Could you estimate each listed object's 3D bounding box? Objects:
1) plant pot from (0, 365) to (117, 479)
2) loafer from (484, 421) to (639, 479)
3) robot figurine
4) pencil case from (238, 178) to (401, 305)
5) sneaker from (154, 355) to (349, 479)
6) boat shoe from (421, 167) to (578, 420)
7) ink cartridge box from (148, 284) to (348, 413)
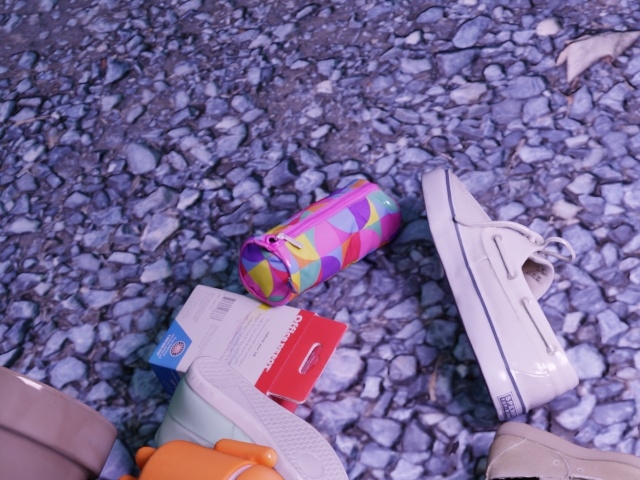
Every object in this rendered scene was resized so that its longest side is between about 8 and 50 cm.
[{"bbox_3d":[-0.434,0.299,1.884,0.323,0.323,0.280,9,69,26],"label":"plant pot"},{"bbox_3d":[0.291,0.281,1.758,0.268,0.102,0.092,14,56,41],"label":"loafer"},{"bbox_3d":[-0.122,0.300,1.799,0.219,0.128,0.158,12,13,29],"label":"robot figurine"},{"bbox_3d":[0.000,0.000,2.062,0.104,0.104,0.236,22,36,34],"label":"pencil case"},{"bbox_3d":[-0.084,0.271,1.922,0.256,0.151,0.094,40,29,14],"label":"sneaker"},{"bbox_3d":[0.234,0.040,1.967,0.156,0.136,0.367,-19,49,3],"label":"boat shoe"},{"bbox_3d":[-0.082,0.148,2.022,0.231,0.078,0.134,13,55,29],"label":"ink cartridge box"}]
